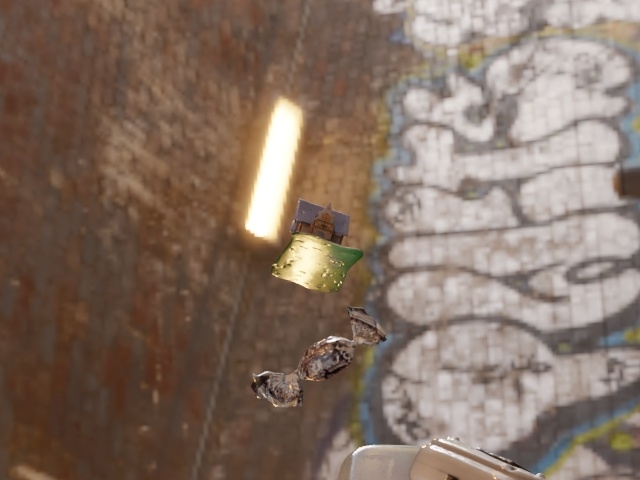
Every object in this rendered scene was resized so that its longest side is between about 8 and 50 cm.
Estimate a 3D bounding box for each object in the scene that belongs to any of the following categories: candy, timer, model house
[{"bbox_3d":[-0.003,0.187,2.034,0.094,0.226,0.051,57,-176,-17],"label":"candy"},{"bbox_3d":[0.251,0.334,1.641,0.262,0.237,0.087,34,-100,-37],"label":"timer"},{"bbox_3d":[0.000,0.000,1.992,0.167,0.117,0.088,118,167,-60],"label":"model house"}]

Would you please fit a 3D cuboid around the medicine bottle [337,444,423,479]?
[{"bbox_3d":[0.133,0.471,2.020,0.375,0.282,0.123,-73,-15,-58],"label":"medicine bottle"}]
